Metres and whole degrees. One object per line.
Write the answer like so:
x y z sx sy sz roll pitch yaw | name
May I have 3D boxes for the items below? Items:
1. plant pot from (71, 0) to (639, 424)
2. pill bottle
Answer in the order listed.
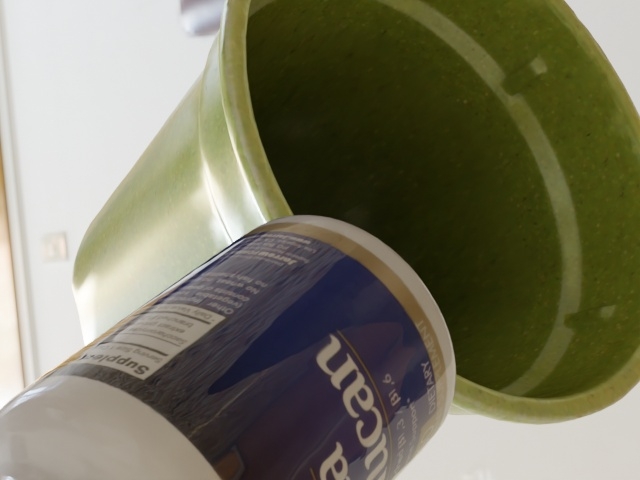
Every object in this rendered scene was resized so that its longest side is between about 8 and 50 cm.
0.000 0.000 0.663 0.276 0.276 0.254 -5 160 -42 | plant pot
-0.038 0.067 0.358 0.094 0.094 0.169 -7 -159 39 | pill bottle
